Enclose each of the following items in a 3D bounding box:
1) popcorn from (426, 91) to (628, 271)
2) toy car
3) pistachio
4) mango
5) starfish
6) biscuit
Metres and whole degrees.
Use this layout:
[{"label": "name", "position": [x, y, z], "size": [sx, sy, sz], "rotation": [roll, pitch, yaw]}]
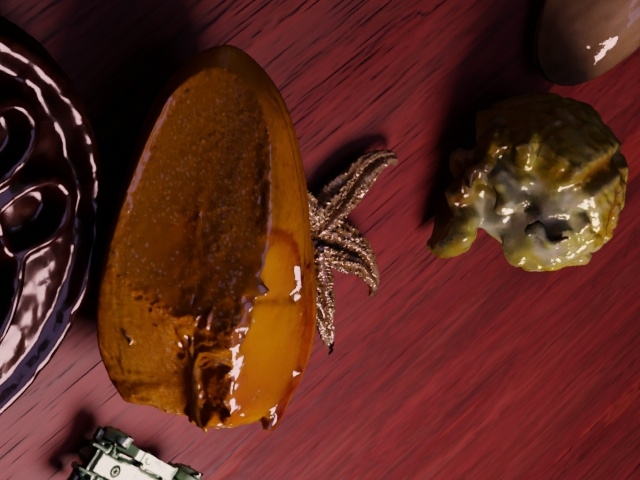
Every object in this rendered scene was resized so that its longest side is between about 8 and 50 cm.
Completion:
[{"label": "popcorn", "position": [0.205, -0.048, 1.875], "size": [0.212, 0.198, 0.198], "rotation": [-15, 128, 0]}, {"label": "toy car", "position": [-0.174, 0.221, 1.714], "size": [0.143, 0.054, 0.073], "rotation": [35, 83, -45]}, {"label": "pistachio", "position": [0.287, -0.239, 1.901], "size": [0.126, 0.108, 0.185], "rotation": [20, 104, -26]}, {"label": "mango", "position": [-0.096, 0.001, 1.574], "size": [0.201, 0.199, 0.350], "rotation": [-5, 112, -23]}, {"label": "starfish", "position": [-0.001, 0.000, 1.778], "size": [0.240, 0.043, 0.227], "rotation": [-48, 140, -21]}, {"label": "biscuit", "position": [-0.331, 0.008, 1.408], "size": [0.407, 0.091, 0.407], "rotation": [-23, 126, -37]}]
